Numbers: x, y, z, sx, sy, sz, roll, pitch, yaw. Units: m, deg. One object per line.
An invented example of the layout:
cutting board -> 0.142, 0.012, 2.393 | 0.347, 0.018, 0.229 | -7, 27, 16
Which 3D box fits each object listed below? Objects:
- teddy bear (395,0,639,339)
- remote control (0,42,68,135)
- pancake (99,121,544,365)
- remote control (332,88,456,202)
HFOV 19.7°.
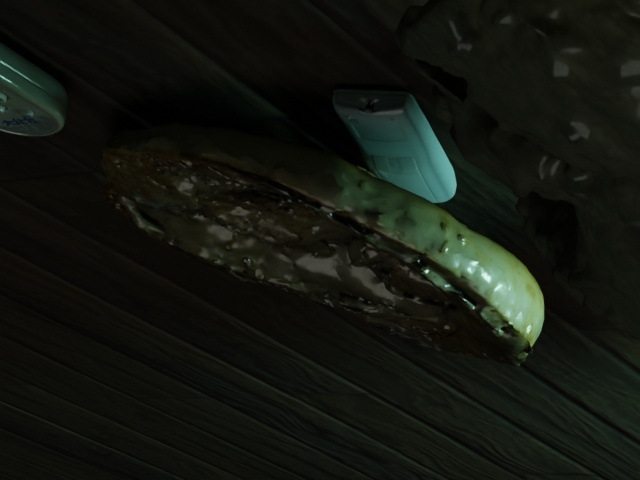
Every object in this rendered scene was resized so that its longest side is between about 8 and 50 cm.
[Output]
teddy bear -> 0.217, -0.080, 1.001 | 0.357, 0.224, 0.367 | 1, 144, 30
remote control -> -0.265, -0.133, 1.326 | 0.078, 0.042, 0.221 | -2, 157, 34
pancake -> 0.001, 0.000, 1.476 | 0.387, 0.082, 0.387 | 21, 165, 6
remote control -> 0.057, -0.068, 1.371 | 0.061, 0.029, 0.162 | 2, 160, 19
